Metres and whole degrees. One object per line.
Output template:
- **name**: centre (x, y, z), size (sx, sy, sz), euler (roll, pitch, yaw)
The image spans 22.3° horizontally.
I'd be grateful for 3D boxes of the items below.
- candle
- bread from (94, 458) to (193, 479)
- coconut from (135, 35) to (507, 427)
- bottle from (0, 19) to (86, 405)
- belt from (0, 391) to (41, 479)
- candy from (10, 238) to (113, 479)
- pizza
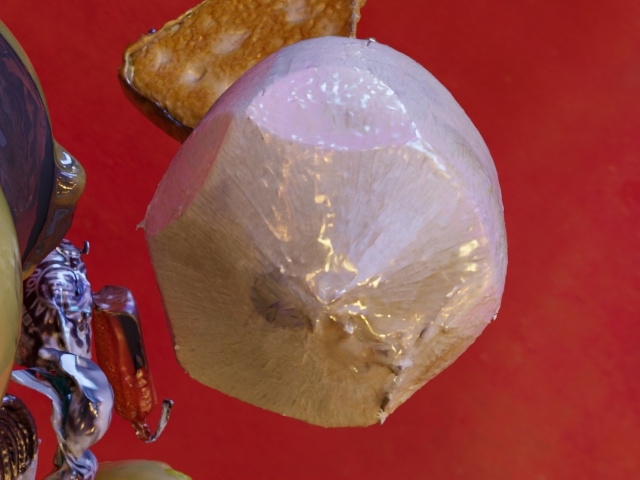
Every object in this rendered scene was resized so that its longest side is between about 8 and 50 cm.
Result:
- **candle**: centre (-0.159, 0.106, 1.363), size (0.048, 0.053, 0.162), euler (-50, 142, -43)
- **bread**: centre (-0.154, 0.346, 1.407), size (0.160, 0.333, 0.333), euler (-10, 115, -44)
- **coconut**: centre (0.001, 0.002, 0.988), size (0.227, 0.230, 0.227), euler (4, 115, 10)
- **bottle**: centre (-0.177, 0.025, 0.480), size (0.172, 0.351, 0.171), euler (2, 119, 3)
- **belt**: centre (-0.415, 0.272, 1.749), size (0.184, 0.164, 0.289), euler (-26, 132, -53)
- **candy**: centre (-0.147, 0.048, 0.872), size (0.051, 0.226, 0.094), euler (1, 132, -15)
- **pizza**: centre (-0.065, -0.185, 1.512), size (0.074, 0.251, 0.287), euler (62, 33, -61)
